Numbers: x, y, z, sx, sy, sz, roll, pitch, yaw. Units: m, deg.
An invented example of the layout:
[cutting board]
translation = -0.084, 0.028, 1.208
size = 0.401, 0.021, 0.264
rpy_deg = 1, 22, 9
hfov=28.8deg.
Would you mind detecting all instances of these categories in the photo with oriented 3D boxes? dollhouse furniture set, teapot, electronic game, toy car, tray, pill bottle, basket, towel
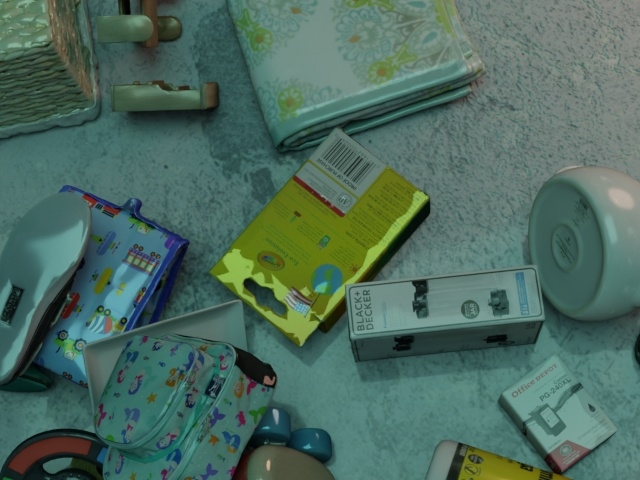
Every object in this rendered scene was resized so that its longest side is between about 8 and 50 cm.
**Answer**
[dollhouse furniture set]
translation = -0.261, -0.338, 2.064
size = 0.161, 0.212, 0.242
rpy_deg = -1, 99, 6
[teapot]
translation = 0.446, -0.003, 1.898
size = 0.187, 0.252, 0.256
rpy_deg = -7, 87, -23
[electronic game]
translation = -0.370, 0.385, 1.868
size = 0.229, 0.048, 0.229
rpy_deg = 1, 111, 4
[toy car]
translation = -0.111, 0.397, 1.853
size = 0.238, 0.210, 0.219
rpy_deg = -22, 55, 28
[tray]
translation = -0.233, 0.186, 1.897
size = 0.270, 0.030, 0.145
rpy_deg = -16, 108, -31
[pill bottle]
translation = 0.302, 0.420, 1.780
size = 0.334, 0.188, 0.187
rpy_deg = 17, 75, 9
[basket]
translation = -0.564, -0.364, 2.066
size = 0.331, 0.266, 0.328
rpy_deg = -11, 71, 0
[towel]
translation = 0.055, -0.345, 2.100
size = 0.375, 0.090, 0.320
rpy_deg = -18, 69, -1

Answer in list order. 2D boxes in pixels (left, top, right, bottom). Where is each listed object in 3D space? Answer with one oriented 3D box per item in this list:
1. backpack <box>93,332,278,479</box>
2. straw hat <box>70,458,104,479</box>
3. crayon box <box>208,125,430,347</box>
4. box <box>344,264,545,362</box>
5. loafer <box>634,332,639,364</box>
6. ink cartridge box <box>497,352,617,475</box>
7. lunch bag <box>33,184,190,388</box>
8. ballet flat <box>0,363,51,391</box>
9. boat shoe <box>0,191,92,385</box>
[backpack]
translation = -0.204, 0.260, 1.765
size = 0.225, 0.191, 0.253
rpy_deg = 5, 71, 50
[straw hat]
translation = -0.307, 0.342, 1.920
size = 0.145, 0.144, 0.061
rpy_deg = 1, 34, 5
[crayon box]
translation = 0.000, 0.000, 1.995
size = 0.202, 0.081, 0.318
rpy_deg = 39, 79, 15
[box]
translation = 0.185, 0.114, 1.898
size = 0.290, 0.169, 0.087
rpy_deg = -7, 72, 4
[loafer]
translation = 0.565, 0.078, 1.919
size = 0.096, 0.084, 0.267
rpy_deg = 22, 76, 12
[ink cartridge box]
translation = 0.357, 0.263, 1.890
size = 0.109, 0.063, 0.150
rpy_deg = -36, 73, -6
[lunch bag]
translation = -0.357, 0.063, 1.951
size = 0.221, 0.138, 0.293
rpy_deg = 25, 88, 12
[ballet flat]
translation = -0.547, 0.191, 1.984
size = 0.247, 0.083, 0.087
rpy_deg = 1, 62, 4
[boat shoe]
translation = -0.419, 0.076, 1.848
size = 0.113, 0.105, 0.306
rpy_deg = 19, 83, 9
